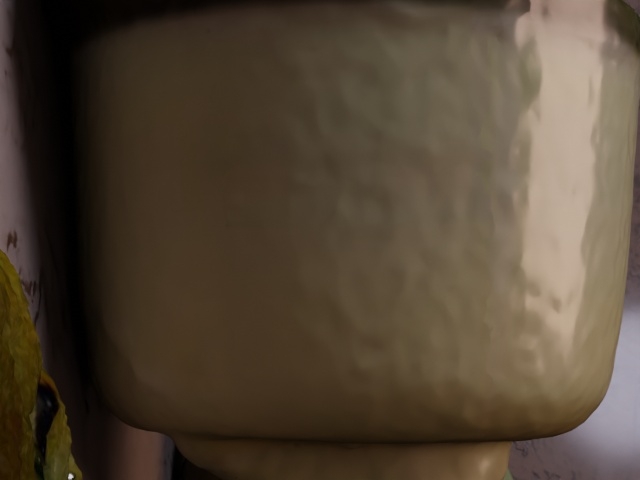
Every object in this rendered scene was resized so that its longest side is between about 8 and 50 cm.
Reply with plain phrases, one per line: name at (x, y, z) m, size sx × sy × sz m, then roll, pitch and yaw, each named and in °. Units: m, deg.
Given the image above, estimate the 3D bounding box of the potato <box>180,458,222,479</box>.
potato at (-0.030, 0.212, 1.060) m, size 0.165 × 0.165 × 0.262 m, roll 82°, pitch 8°, yaw -67°

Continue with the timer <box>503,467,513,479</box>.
timer at (0.010, 0.220, 1.497) m, size 0.315 × 0.290 × 0.291 m, roll 56°, pitch 18°, yaw -33°

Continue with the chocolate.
chocolate at (0.000, 0.000, 0.780) m, size 0.314 × 0.326 × 0.297 m, roll 94°, pitch 7°, yaw -83°

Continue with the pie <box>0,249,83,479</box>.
pie at (-0.099, 0.092, 0.310) m, size 0.323 × 0.070 × 0.323 m, roll -5°, pitch 90°, yaw -87°
